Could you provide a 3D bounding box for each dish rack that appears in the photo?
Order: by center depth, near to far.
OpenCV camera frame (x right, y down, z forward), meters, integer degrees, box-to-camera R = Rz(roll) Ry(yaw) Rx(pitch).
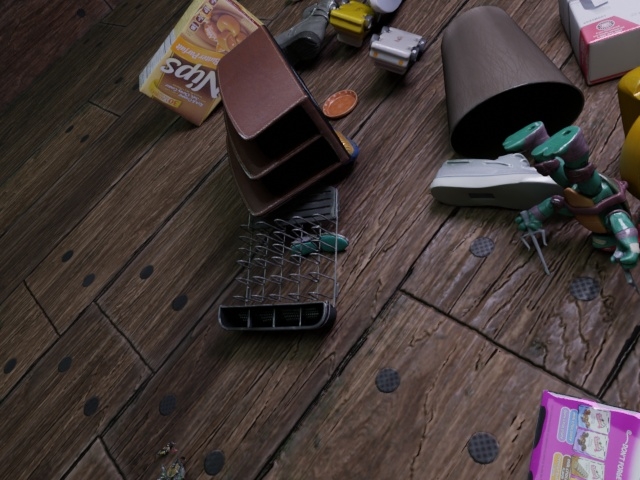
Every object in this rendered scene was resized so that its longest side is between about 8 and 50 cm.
[{"bbox_3d":[-0.063,0.023,0.835,0.209,0.074,0.271,-6,71,27],"label":"dish rack"}]

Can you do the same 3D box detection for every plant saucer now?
[{"bbox_3d":[0.045,-0.307,1.094,0.084,0.013,0.083,-16,49,20],"label":"plant saucer"}]

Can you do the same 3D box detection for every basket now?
[{"bbox_3d":[0.290,-0.273,0.815,0.205,0.154,0.226,-15,55,12],"label":"basket"}]

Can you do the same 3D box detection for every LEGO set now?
[{"bbox_3d":[-0.230,0.355,0.759,0.054,0.023,0.083,-29,34,5],"label":"LEGO set"}]

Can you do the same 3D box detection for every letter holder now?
[{"bbox_3d":[-0.114,-0.218,0.884,0.215,0.152,0.301,-33,46,10],"label":"letter holder"}]

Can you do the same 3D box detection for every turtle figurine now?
[{"bbox_3d":[0.334,-0.042,0.625,0.118,0.234,0.175,-43,19,-13],"label":"turtle figurine"}]

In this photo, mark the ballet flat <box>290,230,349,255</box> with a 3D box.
[{"bbox_3d":[0.000,0.000,0.876,0.115,0.041,0.041,-9,53,24],"label":"ballet flat"}]

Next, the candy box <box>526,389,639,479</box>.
[{"bbox_3d":[0.330,0.257,0.466,0.234,0.071,0.159,6,60,34],"label":"candy box"}]

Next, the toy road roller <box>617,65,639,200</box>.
[{"bbox_3d":[0.528,-0.158,0.580,0.330,0.202,0.240,-30,37,9],"label":"toy road roller"}]

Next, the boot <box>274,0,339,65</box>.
[{"bbox_3d":[-0.062,-0.533,1.261,0.247,0.083,0.161,1,59,43],"label":"boot"}]

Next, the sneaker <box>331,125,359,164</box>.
[{"bbox_3d":[-0.037,-0.204,1.022,0.130,0.112,0.296,-55,44,7],"label":"sneaker"}]

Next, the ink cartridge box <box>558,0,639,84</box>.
[{"bbox_3d":[0.516,-0.390,0.830,0.159,0.092,0.217,-12,50,22],"label":"ink cartridge box"}]

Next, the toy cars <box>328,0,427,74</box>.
[{"bbox_3d":[0.119,-0.459,1.108,0.177,0.087,0.393,-5,41,-25],"label":"toy cars"}]

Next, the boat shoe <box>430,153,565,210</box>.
[{"bbox_3d":[0.285,-0.100,0.754,0.228,0.079,0.081,6,65,37],"label":"boat shoe"}]

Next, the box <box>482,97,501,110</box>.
[{"bbox_3d":[0.323,-0.278,0.906,0.083,0.018,0.067,-39,46,-1],"label":"box"}]

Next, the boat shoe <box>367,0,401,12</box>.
[{"bbox_3d":[0.153,-0.610,1.186,0.076,0.080,0.228,1,40,33],"label":"boat shoe"}]

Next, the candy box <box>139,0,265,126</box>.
[{"bbox_3d":[-0.298,-0.467,1.238,0.316,0.183,0.087,-43,43,22],"label":"candy box"}]
